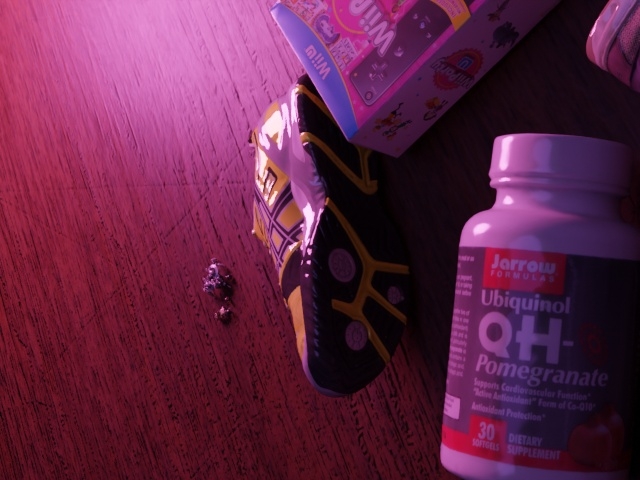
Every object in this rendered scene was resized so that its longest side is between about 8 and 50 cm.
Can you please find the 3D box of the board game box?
[{"bbox_3d":[0.110,-0.276,1.186,0.303,0.097,0.224,-45,57,26],"label":"board game box"}]

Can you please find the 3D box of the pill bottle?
[{"bbox_3d":[0.213,0.067,1.013,0.176,0.176,0.319,4,89,43],"label":"pill bottle"}]

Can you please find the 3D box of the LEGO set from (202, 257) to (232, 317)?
[{"bbox_3d":[-0.141,0.062,1.442,0.054,0.023,0.083,-43,59,31],"label":"LEGO set"}]

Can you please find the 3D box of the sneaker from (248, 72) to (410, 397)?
[{"bbox_3d":[0.000,0.000,1.259,0.147,0.145,0.385,-30,55,44],"label":"sneaker"}]

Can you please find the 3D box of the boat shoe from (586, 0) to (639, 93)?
[{"bbox_3d":[0.356,-0.256,0.972,0.092,0.102,0.285,50,122,28],"label":"boat shoe"}]
